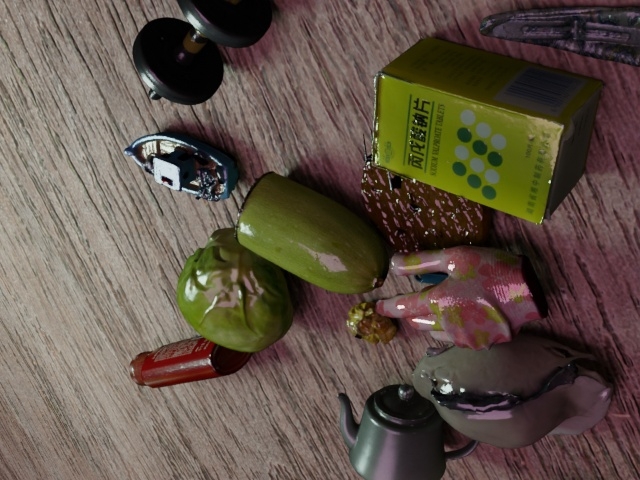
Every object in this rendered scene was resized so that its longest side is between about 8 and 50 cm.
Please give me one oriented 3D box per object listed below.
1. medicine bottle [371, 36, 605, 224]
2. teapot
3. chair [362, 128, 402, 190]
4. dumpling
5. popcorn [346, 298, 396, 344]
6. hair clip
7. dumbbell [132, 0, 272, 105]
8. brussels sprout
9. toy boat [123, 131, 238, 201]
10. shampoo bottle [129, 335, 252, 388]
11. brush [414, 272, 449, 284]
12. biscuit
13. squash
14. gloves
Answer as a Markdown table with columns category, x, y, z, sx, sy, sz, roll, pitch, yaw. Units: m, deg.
| category | x | y | z | sx | sy | sz | roll | pitch | yaw |
| --- | --- | --- | --- | --- | --- | --- | --- | --- | --- |
| medicine bottle | 0.199 | -0.144 | 1.073 | 0.250 | 0.141 | 0.137 | 22 | 133 | 26 |
| teapot | 0.143 | 0.298 | 1.419 | 0.239 | 0.162 | 0.149 | 7 | 113 | 6 |
| chair | 0.084 | -0.111 | 1.206 | 0.042 | 0.037 | 0.086 | -4 | 109 | 28 |
| dumpling | 0.269 | 0.237 | 1.257 | 0.293 | 0.163 | 0.205 | 0 | 113 | 26 |
| popcorn | 0.076 | 0.138 | 1.400 | 0.084 | 0.084 | 0.084 | 20 | 129 | 28 |
| hair clip | 0.296 | -0.239 | 1.002 | 0.229 | 0.036 | 0.066 | 12 | 129 | 25 |
| dumbbell | -0.172 | -0.301 | 1.261 | 0.143 | 0.143 | 0.325 | 51 | 136 | -1 |
| brussels sprout | -0.140 | 0.093 | 1.484 | 0.223 | 0.161 | 0.223 | 26 | 139 | 26 |
| toy boat | -0.241 | -0.123 | 1.468 | 0.223 | 0.097 | 0.100 | 20 | 126 | 27 |
| shampoo bottle | -0.263 | 0.236 | 1.709 | 0.314 | 0.118 | 0.076 | -18 | 109 | 44 |
| brush | 0.209 | 0.060 | 1.287 | 0.164 | 0.014 | 0.051 | 6 | 125 | 37 |
| biscuit | 0.150 | -0.054 | 1.242 | 0.212 | 0.036 | 0.212 | 21 | 130 | 27 |
| squash | 0.000 | 0.000 | 1.335 | 0.247 | 0.132 | 0.132 | 28 | 132 | 20 |
| gloves | 0.183 | 0.086 | 1.218 | 0.241 | 0.126 | 0.145 | -19 | 133 | 25 |
